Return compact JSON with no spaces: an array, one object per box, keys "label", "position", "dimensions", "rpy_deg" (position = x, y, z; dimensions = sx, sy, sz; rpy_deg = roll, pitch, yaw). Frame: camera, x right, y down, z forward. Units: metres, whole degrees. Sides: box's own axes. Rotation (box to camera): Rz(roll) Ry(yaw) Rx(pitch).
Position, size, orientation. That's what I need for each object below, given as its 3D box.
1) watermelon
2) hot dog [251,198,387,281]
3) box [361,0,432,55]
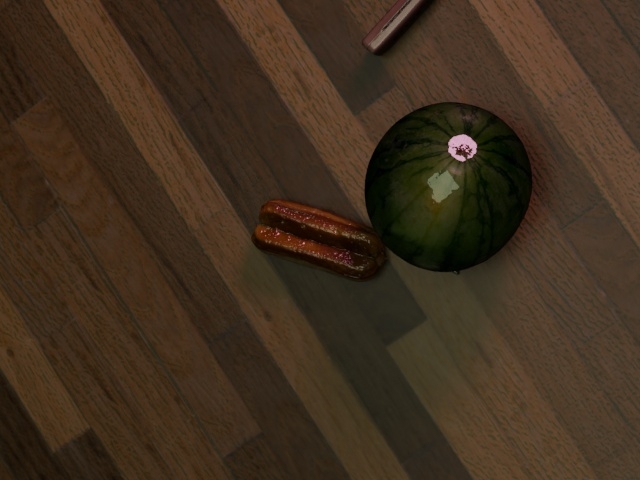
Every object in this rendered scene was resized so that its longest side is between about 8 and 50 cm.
[{"label":"watermelon","position":[0.140,-0.056,1.861],"dimensions":[0.188,0.215,0.188],"rpy_deg":[3,68,-8]},{"label":"hot dog","position":[0.000,0.000,1.964],"dimensions":[0.165,0.045,0.071],"rpy_deg":[17,94,14]},{"label":"box","position":[0.097,-0.263,1.928],"dimensions":[0.115,0.048,0.025],"rpy_deg":[-47,76,11]}]
